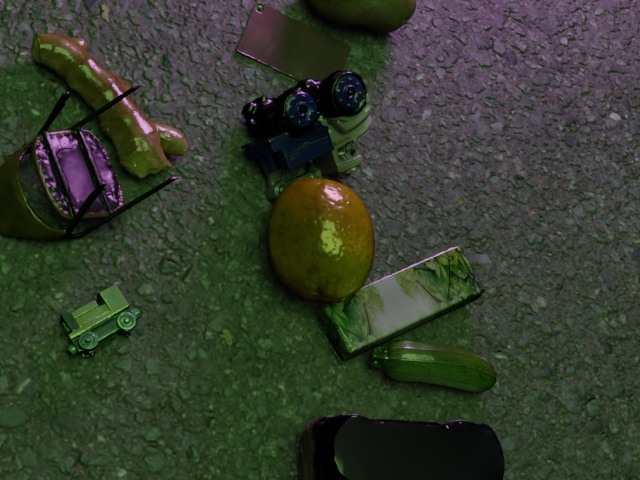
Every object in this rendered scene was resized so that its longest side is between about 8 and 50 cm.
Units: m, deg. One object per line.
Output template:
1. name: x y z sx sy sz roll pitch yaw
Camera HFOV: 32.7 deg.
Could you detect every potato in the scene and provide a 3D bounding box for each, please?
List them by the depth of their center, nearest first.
1. potato: 0.075 -0.438 1.914 0.194 0.157 0.157 33 64 -21

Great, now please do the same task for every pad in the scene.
1. pad: -0.045 -0.334 1.902 0.188 0.006 0.113 24 64 -12

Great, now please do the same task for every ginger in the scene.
1. ginger: -0.343 -0.221 1.723 0.299 0.065 0.118 46 50 -1

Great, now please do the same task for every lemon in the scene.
1. lemon: 0.000 0.000 1.711 0.170 0.170 0.207 6 66 -18

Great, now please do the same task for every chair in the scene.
1. chair: -0.369 -0.100 1.619 0.172 0.247 0.158 -13 76 -47

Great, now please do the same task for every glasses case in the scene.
1. glasses case: 0.132 0.103 1.781 0.272 0.062 0.095 -21 72 -25

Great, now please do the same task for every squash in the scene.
1. squash: 0.185 0.202 1.758 0.219 0.077 0.068 10 61 -14

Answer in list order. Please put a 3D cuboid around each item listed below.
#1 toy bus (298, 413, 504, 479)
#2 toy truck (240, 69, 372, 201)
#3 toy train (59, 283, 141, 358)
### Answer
1. toy bus: 0.117 0.336 1.646 0.303 0.147 0.127 5 70 -20
2. toy truck: -0.013 -0.173 1.790 0.213 0.161 0.176 -25 101 -26
3. toy train: -0.329 0.121 1.619 0.122 0.050 0.081 -29 79 -25
